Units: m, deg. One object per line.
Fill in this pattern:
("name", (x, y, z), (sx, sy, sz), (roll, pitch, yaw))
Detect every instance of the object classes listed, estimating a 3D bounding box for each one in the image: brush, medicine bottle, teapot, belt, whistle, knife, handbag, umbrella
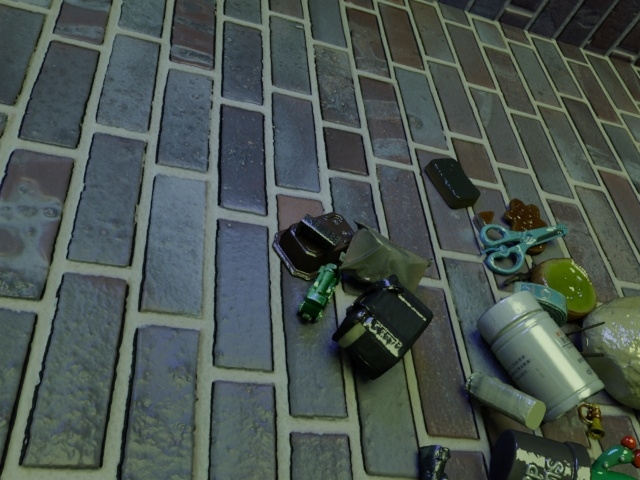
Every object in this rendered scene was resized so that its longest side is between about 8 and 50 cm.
("brush", (0.465, -0.207, 2.214), (0.123, 0.059, 0.197), (-10, 57, -34))
("medicine bottle", (0.599, 0.316, 1.742), (0.190, 0.190, 0.332), (-15, 61, -35))
("teapot", (0.478, 0.411, 1.626), (0.107, 0.077, 0.200), (32, -7, -41))
("belt", (0.661, 0.205, 1.905), (0.163, 0.147, 0.082), (8, 45, 19))
("whistle", (0.766, 0.505, 1.780), (0.109, 0.057, 0.046), (-71, 142, -53))
("knife", (0.657, 0.119, 2.057), (0.222, 0.021, 0.045), (-22, 65, -42))
("handbag", (0.174, 0.075, 1.773), (0.270, 0.117, 0.182), (28, 80, -15))
("umbrella", (0.251, 0.581, 1.440), (0.071, 0.080, 0.224), (51, 42, -29))
("handbag", (0.153, 0.217, 1.622), (0.181, 0.181, 0.254), (46, 46, 6))

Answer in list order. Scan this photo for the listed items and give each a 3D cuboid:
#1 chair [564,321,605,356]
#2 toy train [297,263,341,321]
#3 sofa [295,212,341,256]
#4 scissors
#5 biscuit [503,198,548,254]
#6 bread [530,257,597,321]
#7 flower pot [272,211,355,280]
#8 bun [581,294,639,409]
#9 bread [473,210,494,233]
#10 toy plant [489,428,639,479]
("chair", (0.714, 0.299, 1.825), (0.104, 0.221, 0.095), (-4, 78, -31))
("toy train", (0.000, 0.134, 1.668), (0.071, 0.104, 0.178), (28, 45, 3))
("sofa", (-0.007, -0.014, 1.704), (0.118, 0.060, 0.039), (37, 52, 5))
("scissors", (0.693, 0.003, 2.119), (0.393, 0.032, 0.180), (-13, 72, -26))
("biscuit", (0.726, -0.047, 2.220), (0.180, 0.039, 0.236), (20, 47, -12))
("bread", (0.792, 0.156, 2.048), (0.236, 0.070, 0.236), (14, 51, -18))
("flower pot", (0.000, 0.000, 1.795), (0.251, 0.084, 0.179), (-19, 62, -36))
("bun", (0.974, 0.321, 1.886), (0.349, 0.227, 0.352), (37, 51, 0))
("bread", (0.553, -0.069, 2.151), (0.062, 0.043, 0.109), (29, 47, -3))
("toy plant", (0.621, 0.599, 1.515), (0.400, 0.185, 0.279), (19, 60, 0))
